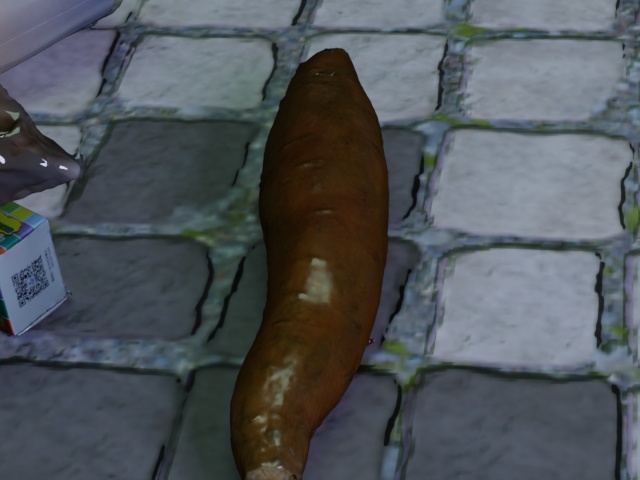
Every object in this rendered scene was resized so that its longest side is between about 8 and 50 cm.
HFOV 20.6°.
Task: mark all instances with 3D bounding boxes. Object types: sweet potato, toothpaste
[{"bbox_3d":[0.001,-0.001,0.703,0.057,0.057,0.265,-1,39,5],"label":"sweet potato"},{"bbox_3d":[-0.174,-0.012,0.743,0.164,0.046,0.034,24,50,32],"label":"toothpaste"}]

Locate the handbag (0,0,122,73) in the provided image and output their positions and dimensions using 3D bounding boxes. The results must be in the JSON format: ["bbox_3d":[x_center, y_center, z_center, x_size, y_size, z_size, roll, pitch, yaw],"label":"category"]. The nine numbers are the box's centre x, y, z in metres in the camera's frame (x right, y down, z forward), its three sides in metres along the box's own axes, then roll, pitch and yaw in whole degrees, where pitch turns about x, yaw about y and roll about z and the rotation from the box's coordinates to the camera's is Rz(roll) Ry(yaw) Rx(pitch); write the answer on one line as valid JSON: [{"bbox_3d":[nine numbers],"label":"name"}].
[{"bbox_3d":[-0.176,-0.121,0.857,0.173,0.095,0.117,-29,51,-18],"label":"handbag"}]

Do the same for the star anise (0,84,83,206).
[{"bbox_3d":[-0.253,-0.042,0.686,0.331,0.118,0.332,-10,51,13],"label":"star anise"}]
